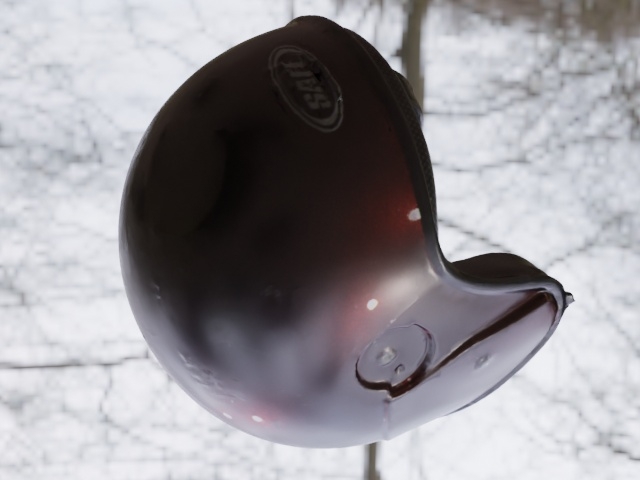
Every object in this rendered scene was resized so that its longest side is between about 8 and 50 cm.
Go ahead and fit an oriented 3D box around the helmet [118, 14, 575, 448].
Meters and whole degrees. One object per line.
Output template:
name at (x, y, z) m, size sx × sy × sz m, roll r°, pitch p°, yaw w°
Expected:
helmet at (0.000, 0.000, 0.878) m, size 0.193 × 0.216 × 0.189 m, roll -19°, pitch -130°, yaw -16°
